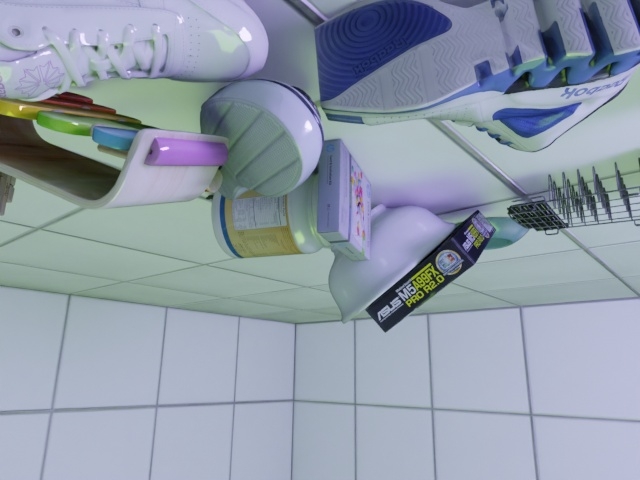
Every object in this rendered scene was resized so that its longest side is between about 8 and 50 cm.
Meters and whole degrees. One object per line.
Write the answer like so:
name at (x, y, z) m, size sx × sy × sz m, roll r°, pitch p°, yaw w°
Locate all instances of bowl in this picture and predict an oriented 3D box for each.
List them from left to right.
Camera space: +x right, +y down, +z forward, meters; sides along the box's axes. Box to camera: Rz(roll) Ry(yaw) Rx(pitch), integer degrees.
bowl at (0.116, 0.021, 0.963) m, size 0.298 × 0.134 × 0.298 m, roll -40°, pitch 174°, yaw -5°

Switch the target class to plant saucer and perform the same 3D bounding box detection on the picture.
plant saucer at (0.394, -0.008, 1.131) m, size 0.194 × 0.038 × 0.195 m, roll 1°, pitch 165°, yaw 0°

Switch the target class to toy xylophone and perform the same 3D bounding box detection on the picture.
toy xylophone at (-0.240, -0.110, 0.497) m, size 0.322 × 0.081 × 0.236 m, roll 19°, pitch -165°, yaw 12°

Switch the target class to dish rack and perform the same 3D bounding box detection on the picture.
dish rack at (0.477, -0.074, 0.838) m, size 0.271 × 0.074 × 0.208 m, roll -9°, pitch 160°, yaw 37°

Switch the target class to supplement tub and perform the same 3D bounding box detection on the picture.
supplement tub at (-0.068, -0.046, 0.820) m, size 0.199 × 0.144 × 0.144 m, roll -5°, pitch 163°, yaw 19°

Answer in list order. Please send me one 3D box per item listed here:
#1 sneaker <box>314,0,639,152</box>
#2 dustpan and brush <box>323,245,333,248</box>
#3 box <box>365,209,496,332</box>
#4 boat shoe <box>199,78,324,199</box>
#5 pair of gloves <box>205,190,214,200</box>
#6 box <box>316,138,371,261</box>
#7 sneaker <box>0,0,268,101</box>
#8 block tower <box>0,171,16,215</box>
sneaker at (0.161, -0.149, 0.474) m, size 0.315 × 0.128 × 0.182 m, roll -6°, pitch 161°, yaw 16°
dustpan and brush at (0.000, 0.000, 1.133) m, size 0.147 × 0.060 × 0.211 m, roll 15°, pitch 159°, yaw -40°
box at (0.223, 0.051, 0.934) m, size 0.216 × 0.060 × 0.270 m, roll -44°, pitch 172°, yaw 30°
boat shoe at (-0.063, -0.126, 0.553) m, size 0.119 × 0.121 × 0.335 m, roll -40°, pitch -164°, yaw -16°
pair of gloves at (-0.183, -0.089, 0.919) m, size 0.074 × 0.010 × 0.083 m, roll 2°, pitch 167°, yaw -10°
box at (0.043, -0.056, 0.777) m, size 0.038 × 0.145 × 0.186 m, roll -3°, pitch 163°, yaw 18°
sneaker at (-0.195, -0.161, 0.394) m, size 0.305 × 0.152 × 0.114 m, roll 5°, pitch 152°, yaw -18°
block tower at (-0.543, -0.125, 0.664) m, size 0.097 × 0.091 × 0.335 m, roll 2°, pitch 165°, yaw -9°
